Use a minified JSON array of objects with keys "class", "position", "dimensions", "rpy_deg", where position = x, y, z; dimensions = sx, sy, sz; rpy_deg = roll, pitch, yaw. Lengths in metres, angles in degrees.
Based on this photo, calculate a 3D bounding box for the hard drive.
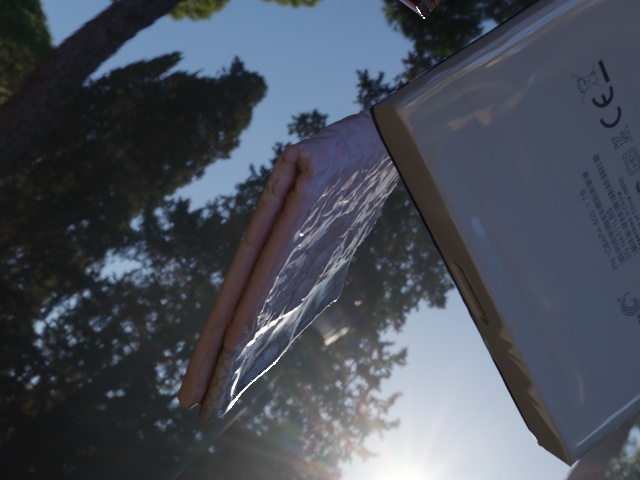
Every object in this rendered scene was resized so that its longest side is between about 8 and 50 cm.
[{"class":"hard drive","position":[0.204,-0.059,0.414],"dimensions":[0.210,0.318,0.040],"rpy_deg":[61,-13,-19]}]

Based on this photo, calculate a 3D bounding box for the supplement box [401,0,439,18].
[{"class":"supplement box","position":[0.194,-0.491,1.336],"dimensions":[0.104,0.188,0.081],"rpy_deg":[42,11,14]}]

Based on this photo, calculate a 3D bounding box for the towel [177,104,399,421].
[{"class":"towel","position":[0.000,0.000,0.823],"dimensions":[0.053,0.332,0.317],"rpy_deg":[33,-60,12]}]
